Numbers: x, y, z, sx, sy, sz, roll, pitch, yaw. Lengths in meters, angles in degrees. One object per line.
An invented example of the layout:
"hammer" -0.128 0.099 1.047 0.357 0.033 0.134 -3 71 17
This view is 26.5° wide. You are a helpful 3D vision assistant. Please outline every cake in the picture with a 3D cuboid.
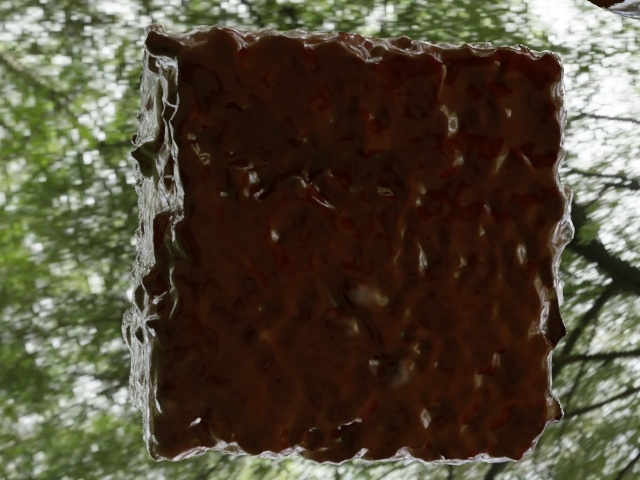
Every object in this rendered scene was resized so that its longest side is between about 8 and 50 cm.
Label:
"cake" 0.000 0.000 0.950 0.270 0.319 0.269 3 -88 -9

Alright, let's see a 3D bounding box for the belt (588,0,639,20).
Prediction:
"belt" 0.239 -0.228 0.648 0.122 0.338 0.217 6 -58 57
